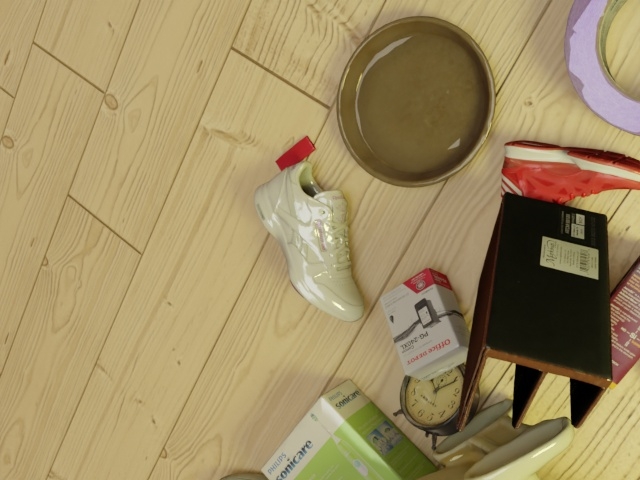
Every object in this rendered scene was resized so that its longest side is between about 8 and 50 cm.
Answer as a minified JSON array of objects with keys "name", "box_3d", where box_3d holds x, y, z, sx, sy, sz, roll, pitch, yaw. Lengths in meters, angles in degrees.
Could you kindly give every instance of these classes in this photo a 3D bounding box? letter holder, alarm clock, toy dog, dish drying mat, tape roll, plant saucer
[{"name":"letter holder","box_3d":[0.296,0.119,0.979,0.152,0.302,0.214,14,135,9]},{"name":"alarm clock","box_3d":[0.210,0.241,1.151,0.192,0.064,0.129,-58,39,1]},{"name":"toy dog","box_3d":[0.300,0.493,0.984,0.395,0.284,0.408,-32,86,-16]},{"name":"dish drying mat","box_3d":[-0.046,-0.158,1.288,0.083,0.008,0.032,-35,80,26]},{"name":"tape roll","box_3d":[0.482,-0.277,0.947,0.274,0.090,0.275,3,97,28]},{"name":"plant saucer","box_3d":[0.157,-0.227,1.154,0.277,0.041,0.278,3,97,28]}]

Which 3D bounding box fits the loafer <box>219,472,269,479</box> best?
[{"name":"loafer","box_3d":[-0.082,0.538,1.331,0.319,0.111,0.112,10,101,27]}]

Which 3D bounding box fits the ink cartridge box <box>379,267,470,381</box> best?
[{"name":"ink cartridge box","box_3d":[0.175,0.139,1.142,0.109,0.063,0.151,-35,52,26]}]

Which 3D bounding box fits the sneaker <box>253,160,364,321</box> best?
[{"name":"sneaker","box_3d":[0.000,0.000,1.221,0.152,0.114,0.305,-37,79,28]}]

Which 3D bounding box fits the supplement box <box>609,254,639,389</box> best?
[{"name":"supplement box","box_3d":[0.449,0.109,1.002,0.080,0.104,0.188,37,112,19]}]

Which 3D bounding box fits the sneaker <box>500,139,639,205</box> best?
[{"name":"sneaker","box_3d":[0.377,-0.073,1.044,0.221,0.087,0.128,19,114,37]}]

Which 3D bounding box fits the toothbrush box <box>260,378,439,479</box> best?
[{"name":"toothbrush box","box_3d":[0.068,0.427,1.233,0.283,0.122,0.206,42,112,16]}]
